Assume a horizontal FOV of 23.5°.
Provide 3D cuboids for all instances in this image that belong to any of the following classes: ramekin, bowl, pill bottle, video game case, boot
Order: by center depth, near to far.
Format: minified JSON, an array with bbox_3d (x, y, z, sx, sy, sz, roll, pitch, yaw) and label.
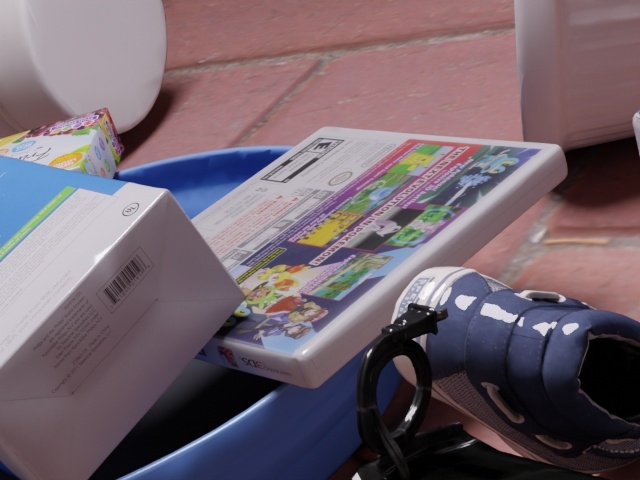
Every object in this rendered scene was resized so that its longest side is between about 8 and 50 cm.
[{"bbox_3d":[0.113,0.064,0.622,0.086,0.190,0.069,14,84,42],"label":"boot"},{"bbox_3d":[0.000,0.000,0.806,0.183,0.023,0.201,9,37,47],"label":"video game case"},{"bbox_3d":[-0.130,0.072,0.876,0.391,0.077,0.391,-17,26,8],"label":"bowl"},{"bbox_3d":[0.183,-0.187,0.956,0.127,0.273,0.273,-3,28,8],"label":"ramekin"},{"bbox_3d":[-0.343,-0.162,1.339,0.392,0.224,0.224,-5,29,31],"label":"pill bottle"}]

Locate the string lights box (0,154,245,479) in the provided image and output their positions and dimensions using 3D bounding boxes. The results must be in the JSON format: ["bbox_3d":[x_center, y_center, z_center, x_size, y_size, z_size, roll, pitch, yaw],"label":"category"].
[{"bbox_3d":[-0.172,0.028,0.784,0.133,0.077,0.259,-48,34,-21],"label":"string lights box"}]

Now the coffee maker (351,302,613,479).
[{"bbox_3d":[0.096,0.122,0.488,0.178,0.171,0.120,3,37,42],"label":"coffee maker"}]

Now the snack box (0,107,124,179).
[{"bbox_3d":[-0.207,-0.036,1.018,0.141,0.037,0.100,-16,26,10],"label":"snack box"}]

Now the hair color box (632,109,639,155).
[{"bbox_3d":[0.238,0.062,0.498,0.105,0.174,0.347,-22,25,-7],"label":"hair color box"}]
